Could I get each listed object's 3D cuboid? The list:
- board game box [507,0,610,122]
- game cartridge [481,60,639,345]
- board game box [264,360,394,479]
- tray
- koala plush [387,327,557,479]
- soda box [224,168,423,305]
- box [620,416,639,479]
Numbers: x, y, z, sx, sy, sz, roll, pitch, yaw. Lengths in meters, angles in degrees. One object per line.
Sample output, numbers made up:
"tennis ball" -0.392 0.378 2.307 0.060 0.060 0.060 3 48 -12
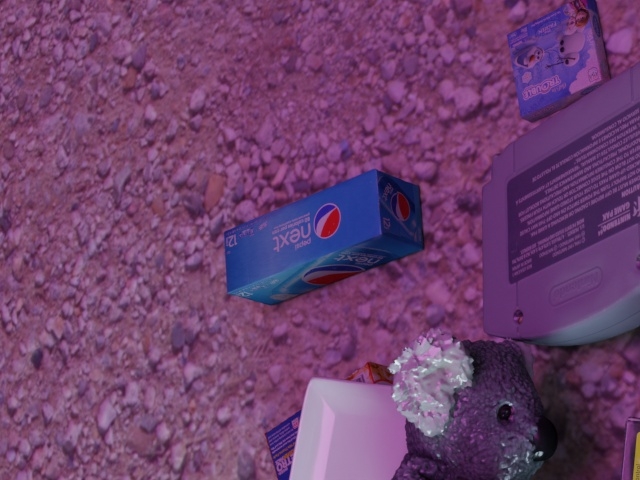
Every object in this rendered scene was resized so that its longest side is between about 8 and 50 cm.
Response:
"board game box" 0.217 -0.166 1.389 0.090 0.020 0.090 -25 61 37
"game cartridge" 0.226 -0.020 1.243 0.294 0.060 0.196 147 133 -59
"board game box" 0.033 0.233 1.417 0.147 0.045 0.193 -37 54 30
"tray" 0.025 0.262 1.360 0.145 0.030 0.270 2 78 44
"koala plush" 0.116 0.181 1.218 0.203 0.196 0.221 1 88 38
"soda box" 0.000 0.000 1.511 0.210 0.067 0.071 -22 62 38
"box" 0.310 0.269 1.059 0.216 0.060 0.270 4 78 16
